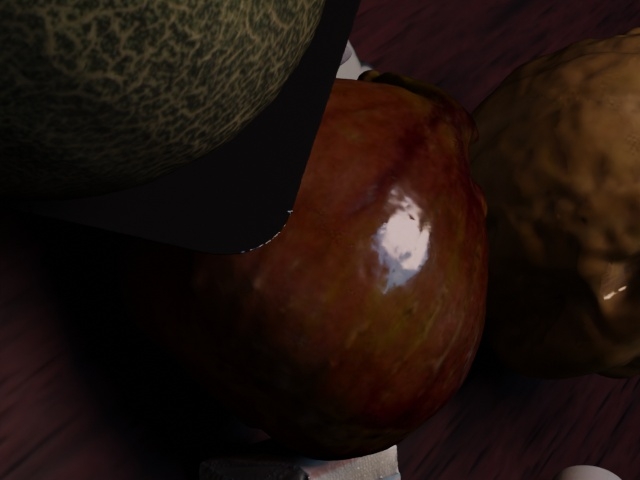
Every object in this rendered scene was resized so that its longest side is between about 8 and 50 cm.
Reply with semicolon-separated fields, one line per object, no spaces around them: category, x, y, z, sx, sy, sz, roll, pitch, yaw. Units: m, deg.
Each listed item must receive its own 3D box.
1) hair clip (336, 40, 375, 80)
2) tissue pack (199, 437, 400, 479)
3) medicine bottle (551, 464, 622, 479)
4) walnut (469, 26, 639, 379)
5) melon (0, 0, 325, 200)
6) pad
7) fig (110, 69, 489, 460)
hair clip;-0.020;-0.098;1.122;0.140;0.054;0.220;62;28;-11
tissue pack;-0.009;0.131;0.995;0.094;0.074;0.059;-10;100;-58
medicine bottle;0.175;0.202;1.298;0.057;0.057;0.089;54;34;-32
walnut;0.188;-0.016;1.240;0.224;0.257;0.257;30;47;-24
melon;-0.135;-0.162;0.757;0.329;0.248;0.249;49;37;-26
pad;-0.078;-0.097;0.918;0.004;0.181;0.267;98;8;-45
fig;0.000;0.000;0.956;0.205;0.205;0.205;35;47;-49
